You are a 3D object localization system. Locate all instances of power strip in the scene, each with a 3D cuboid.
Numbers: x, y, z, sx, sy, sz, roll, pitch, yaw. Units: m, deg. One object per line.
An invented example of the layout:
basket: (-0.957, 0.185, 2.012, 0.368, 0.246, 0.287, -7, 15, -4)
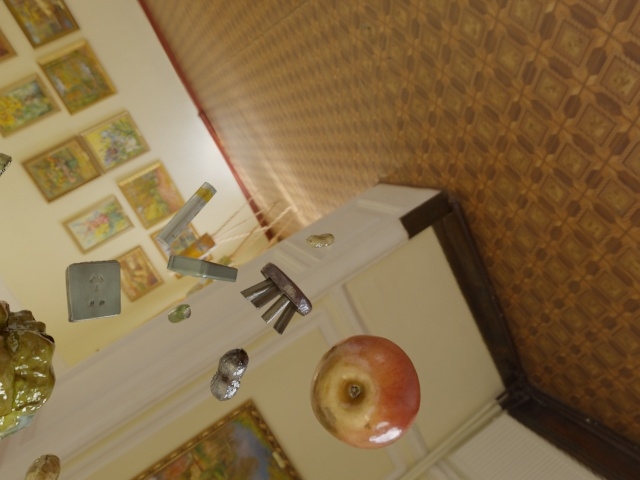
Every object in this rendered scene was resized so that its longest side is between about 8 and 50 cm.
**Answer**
power strip: (-0.820, 0.178, 1.874, 0.065, 0.198, 0.213, -1, 90, 41)
power strip: (-0.402, 0.091, 1.701, 0.194, 0.059, 0.265, 10, 174, 16)

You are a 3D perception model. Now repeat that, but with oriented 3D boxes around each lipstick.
lipstick: (-0.470, -0.093, 1.840, 0.059, 0.264, 0.059, 34, 164, 11)

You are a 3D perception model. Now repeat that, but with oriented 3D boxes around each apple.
apple: (0.136, 0.481, 1.684, 0.364, 0.364, 0.364, 53, 165, 20)

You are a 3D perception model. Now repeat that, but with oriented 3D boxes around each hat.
hat: (-0.975, -0.231, 1.576, 0.059, 0.077, 0.076, 37, -172, -30)

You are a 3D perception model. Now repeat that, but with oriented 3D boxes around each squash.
squash: (-0.591, 0.307, 2.192, 0.069, 0.069, 0.239, 59, 149, -2)

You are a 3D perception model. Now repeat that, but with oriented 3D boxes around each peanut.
peanut: (0.000, 0.000, 1.289, 0.037, 0.083, 0.037, 0, 90, 48)
peanut: (-0.866, 0.758, 1.589, 0.229, 0.098, 0.103, -88, -22, -49)

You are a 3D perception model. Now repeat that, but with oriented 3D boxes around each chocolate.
chocolate: (-0.327, 0.482, 1.868, 0.110, 0.110, 0.248, 48, 130, 36)

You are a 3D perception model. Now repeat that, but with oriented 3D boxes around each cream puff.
cream puff: (-0.727, 0.240, 1.124, 0.379, 0.275, 0.378, 18, 129, 24)

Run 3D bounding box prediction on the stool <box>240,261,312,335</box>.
stool: (-0.180, 0.238, 2.129, 0.272, 0.178, 0.272, 45, 166, 14)
